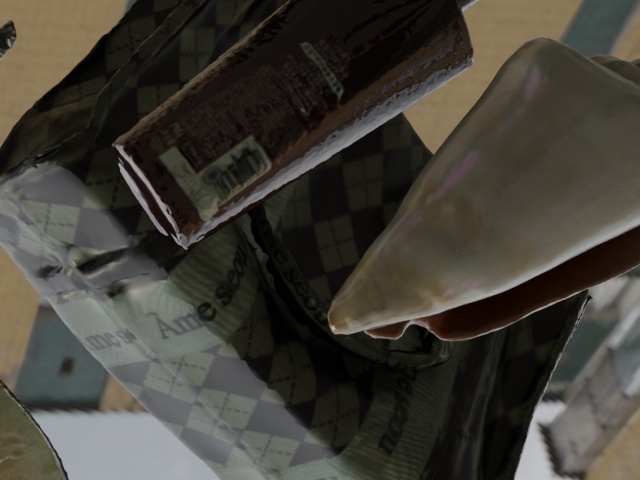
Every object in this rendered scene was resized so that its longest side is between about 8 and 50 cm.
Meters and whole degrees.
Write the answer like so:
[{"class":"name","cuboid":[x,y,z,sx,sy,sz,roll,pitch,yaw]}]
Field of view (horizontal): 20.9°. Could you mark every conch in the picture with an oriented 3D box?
[{"class":"conch","cuboid":[0.087,-0.011,0.697,0.094,0.104,0.176,36,-97,8]}]

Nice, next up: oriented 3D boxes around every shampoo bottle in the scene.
[{"class":"shampoo bottle","cuboid":[0.012,-0.090,0.801,0.236,0.068,0.067,-37,-133,-12]}]

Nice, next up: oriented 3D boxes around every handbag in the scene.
[{"class":"handbag","cuboid":[0.000,0.000,1.157,0.416,0.180,0.317,49,-129,-25]}]

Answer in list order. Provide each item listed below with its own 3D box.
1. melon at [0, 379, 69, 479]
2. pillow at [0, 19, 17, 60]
[{"class":"melon","cuboid":[-0.169,0.132,0.877,0.098,0.182,0.054,-46,-142,-10]},{"class":"pillow","cuboid":[-0.367,-0.175,1.341,0.255,0.169,0.059,35,-124,-51]}]
